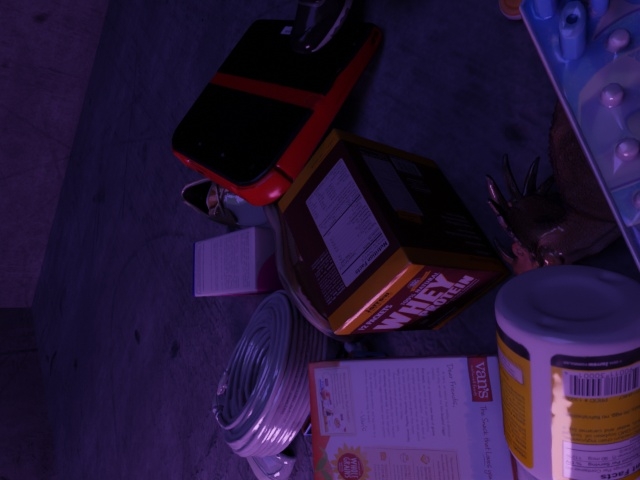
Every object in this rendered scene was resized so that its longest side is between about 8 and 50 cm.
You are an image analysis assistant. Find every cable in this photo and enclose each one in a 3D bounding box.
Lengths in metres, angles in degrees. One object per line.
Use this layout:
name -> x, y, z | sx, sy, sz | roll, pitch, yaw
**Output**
cable -> -0.077, 0.208, 0.759 | 0.257, 0.089, 0.257 | -66, 19, 2

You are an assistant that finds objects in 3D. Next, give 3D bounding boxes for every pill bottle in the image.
pill bottle -> 0.220, 0.138, 0.419 | 0.119, 0.119, 0.209 | 16, 125, 49

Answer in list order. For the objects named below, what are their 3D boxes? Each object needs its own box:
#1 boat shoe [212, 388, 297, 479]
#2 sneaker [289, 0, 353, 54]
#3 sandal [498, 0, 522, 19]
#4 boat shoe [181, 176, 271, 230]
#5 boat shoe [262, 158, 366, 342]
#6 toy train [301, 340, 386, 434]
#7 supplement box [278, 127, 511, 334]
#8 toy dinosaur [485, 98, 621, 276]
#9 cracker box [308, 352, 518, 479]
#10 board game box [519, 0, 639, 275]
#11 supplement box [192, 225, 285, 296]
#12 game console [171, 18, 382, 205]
boat shoe -> -0.116, 0.333, 0.872 | 0.227, 0.079, 0.081 | 39, 105, 39
sneaker -> 0.002, -0.443, 0.754 | 0.107, 0.124, 0.284 | 36, 101, 47
sandal -> 0.248, -0.394, 0.535 | 0.101, 0.076, 0.266 | 16, 98, 48
boat shoe -> -0.179, -0.073, 0.965 | 0.302, 0.103, 0.113 | 7, 91, 49
boat shoe -> 0.000, 0.000, 0.740 | 0.116, 0.123, 0.325 | -45, 54, 30
toy train -> 0.031, 0.227, 0.708 | 0.105, 0.080, 0.184 | 52, 123, 46
supplement box -> 0.085, -0.004, 0.586 | 0.129, 0.191, 0.194 | -48, 51, 34
toy dinosaur -> 0.260, -0.088, 0.456 | 0.200, 0.127, 0.296 | 15, 91, 56
cracker box -> 0.104, 0.218, 0.571 | 0.232, 0.067, 0.156 | -8, 78, 25
board game box -> 0.367, -0.092, 0.255 | 0.389, 0.050, 0.390 | -23, 74, 24
supplement box -> -0.140, 0.046, 0.899 | 0.220, 0.111, 0.114 | -13, 76, 48
game console -> -0.104, -0.252, 0.872 | 0.386, 0.060, 0.342 | 30, 83, 46
